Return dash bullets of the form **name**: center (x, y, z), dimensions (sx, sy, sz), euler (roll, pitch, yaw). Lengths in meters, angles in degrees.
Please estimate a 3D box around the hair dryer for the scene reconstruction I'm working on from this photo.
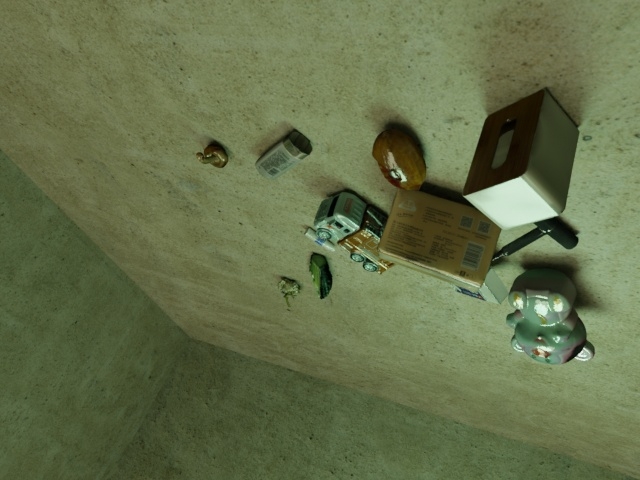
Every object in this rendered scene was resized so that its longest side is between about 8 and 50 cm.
- **hair dryer**: center (0.571, 0.010, 1.446), dimensions (0.173, 0.050, 0.195), euler (33, 121, -15)

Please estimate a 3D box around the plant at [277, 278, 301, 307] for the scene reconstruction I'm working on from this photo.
- **plant**: center (-0.148, 0.241, 2.415), dimensions (0.117, 0.121, 0.104), euler (16, 162, 2)

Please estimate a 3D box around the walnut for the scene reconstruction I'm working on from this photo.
- **walnut**: center (0.211, -0.204, 1.384), dimensions (0.116, 0.115, 0.207), euler (-4, 141, 42)

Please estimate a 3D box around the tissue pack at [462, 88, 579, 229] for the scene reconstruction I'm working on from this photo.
- **tissue pack**: center (0.430, -0.168, 1.129), dimensions (0.136, 0.246, 0.160), euler (36, 149, -23)

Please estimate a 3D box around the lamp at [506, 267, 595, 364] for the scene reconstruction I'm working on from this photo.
- **lamp**: center (0.702, 0.228, 1.637), dimensions (0.247, 0.247, 0.300), euler (-2, 120, 34)

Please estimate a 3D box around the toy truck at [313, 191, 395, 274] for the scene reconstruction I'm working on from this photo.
- **toy truck**: center (0.139, -0.029, 1.714), dimensions (0.305, 0.136, 0.162), euler (35, 144, -22)

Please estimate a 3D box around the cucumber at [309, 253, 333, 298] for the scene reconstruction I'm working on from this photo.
- **cucumber**: center (0.005, 0.137, 2.153), dimensions (0.086, 0.115, 0.192), euler (-20, 142, -8)

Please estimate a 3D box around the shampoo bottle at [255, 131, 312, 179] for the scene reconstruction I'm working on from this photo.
- **shampoo bottle**: center (-0.115, -0.253, 1.612), dimensions (0.086, 0.055, 0.227), euler (38, 149, -18)

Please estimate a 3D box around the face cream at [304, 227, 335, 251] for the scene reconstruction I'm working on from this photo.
- **face cream**: center (0.000, 0.000, 1.972), dimensions (0.130, 0.034, 0.034), euler (34, 150, -16)

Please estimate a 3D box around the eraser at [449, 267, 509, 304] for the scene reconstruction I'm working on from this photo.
- **eraser**: center (0.483, 0.125, 1.684), dimensions (0.124, 0.068, 0.210), euler (50, 166, -23)

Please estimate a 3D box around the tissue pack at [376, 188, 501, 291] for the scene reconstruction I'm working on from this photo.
- **tissue pack**: center (0.339, 0.001, 1.536), dimensions (0.306, 0.238, 0.238), euler (19, 151, 10)

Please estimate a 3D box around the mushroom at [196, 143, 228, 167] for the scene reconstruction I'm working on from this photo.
- **mushroom**: center (-0.352, -0.279, 1.730), dimensions (0.088, 0.072, 0.130), euler (30, -171, 21)
